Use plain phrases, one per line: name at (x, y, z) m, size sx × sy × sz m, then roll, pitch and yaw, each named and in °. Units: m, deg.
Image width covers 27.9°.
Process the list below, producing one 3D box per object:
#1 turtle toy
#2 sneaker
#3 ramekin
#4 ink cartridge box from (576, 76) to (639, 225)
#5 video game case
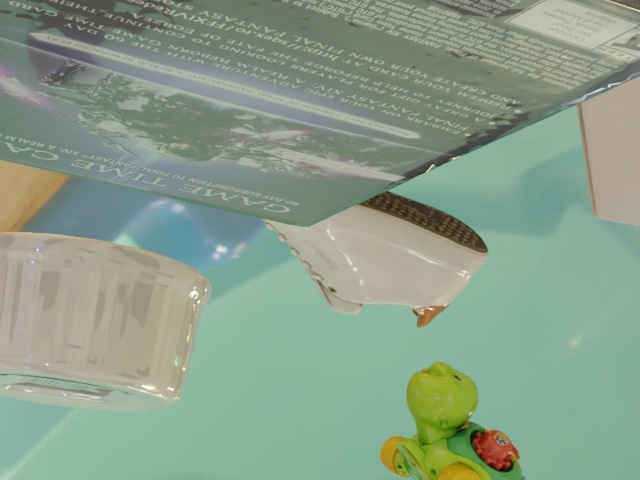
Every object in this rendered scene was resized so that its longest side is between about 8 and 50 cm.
turtle toy at (0.087, 0.137, 0.801) m, size 0.066 × 0.095 × 0.130 m, roll -38°, pitch 112°, yaw -18°
sneaker at (0.000, 0.000, 1.138) m, size 0.290 × 0.123 × 0.106 m, roll 25°, pitch 22°, yaw -17°
ramekin at (-0.259, 0.093, 1.345) m, size 0.277 × 0.277 × 0.135 m, roll 22°, pitch 67°, yaw -45°
ink cartridge box at (0.300, -0.121, 0.850) m, size 0.233 × 0.171 × 0.168 m, roll -31°, pitch 118°, yaw -37°
video game case at (-0.029, -0.061, 0.449) m, size 0.196 × 0.274 × 0.026 m, roll 13°, pitch 74°, yaw -25°
